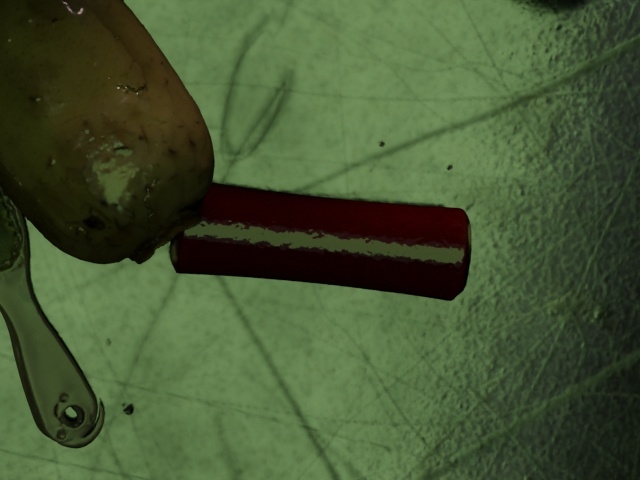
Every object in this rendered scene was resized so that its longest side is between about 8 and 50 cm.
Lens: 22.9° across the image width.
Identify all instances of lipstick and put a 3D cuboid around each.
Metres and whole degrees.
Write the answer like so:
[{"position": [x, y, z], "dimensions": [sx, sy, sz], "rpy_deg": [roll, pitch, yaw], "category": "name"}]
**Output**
[{"position": [0.000, 0.000, 1.275], "dimensions": [0.241, 0.080, 0.080], "rpy_deg": [6, 93, -6], "category": "lipstick"}]

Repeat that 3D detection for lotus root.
[{"position": [-0.193, -0.108, 1.201], "dimensions": [0.160, 0.146, 0.284], "rpy_deg": [-30, 79, -30], "category": "lotus root"}]

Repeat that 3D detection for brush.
[{"position": [-0.254, 0.029, 1.255], "dimensions": [0.072, 0.067, 0.312], "rpy_deg": [-23, 98, -6], "category": "brush"}]
